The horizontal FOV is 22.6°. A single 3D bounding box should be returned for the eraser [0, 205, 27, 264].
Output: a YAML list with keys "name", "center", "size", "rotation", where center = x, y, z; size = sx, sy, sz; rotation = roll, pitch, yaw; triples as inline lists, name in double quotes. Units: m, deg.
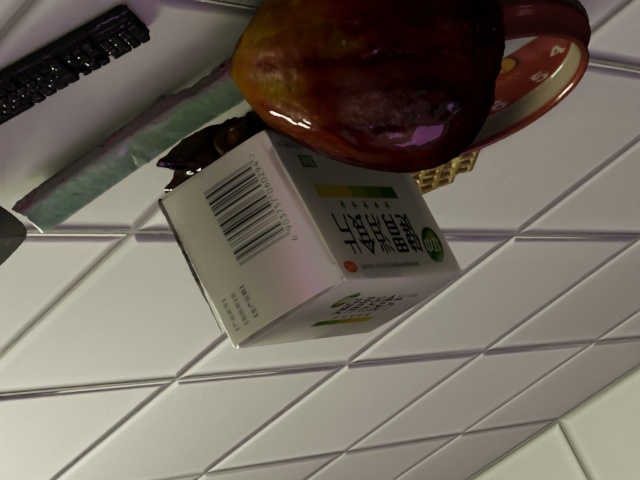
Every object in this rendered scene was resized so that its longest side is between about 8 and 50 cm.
- name: "eraser"
  center: [-0.445, -0.001, 1.537]
  size: [0.352, 0.061, 0.089]
  rotation: [-3, 149, -47]

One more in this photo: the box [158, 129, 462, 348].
- name: "box"
  center: [0.001, 0.000, 1.659]
  size: [0.145, 0.173, 0.333]
  rotation: [-31, 167, 23]

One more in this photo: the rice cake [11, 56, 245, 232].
- name: "rice cake"
  center: [-0.187, -0.100, 1.630]
  size: [0.290, 0.051, 0.081]
  rotation: [-32, -168, 17]

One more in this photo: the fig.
- name: "fig"
  center: [0.054, -0.170, 1.502]
  size: [0.263, 0.224, 0.224]
  rotation: [-14, 157, -14]

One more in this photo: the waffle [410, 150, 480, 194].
- name: "waffle"
  center: [0.140, -0.088, 2.069]
  size: [0.135, 0.021, 0.092]
  rotation: [-20, 157, -14]

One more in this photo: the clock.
- name: "clock"
  center: [0.150, -0.181, 1.777]
  size: [0.318, 0.080, 0.318]
  rotation: [-17, 161, -6]

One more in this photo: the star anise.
- name: "star anise"
  center: [-0.105, -0.096, 1.675]
  size: [0.157, 0.053, 0.212]
  rotation: [-23, -174, 5]

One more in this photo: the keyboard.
- name: "keyboard"
  center: [-0.263, -0.143, 1.464]
  size: [0.231, 0.023, 0.072]
  rotation: [-28, 162, 5]
